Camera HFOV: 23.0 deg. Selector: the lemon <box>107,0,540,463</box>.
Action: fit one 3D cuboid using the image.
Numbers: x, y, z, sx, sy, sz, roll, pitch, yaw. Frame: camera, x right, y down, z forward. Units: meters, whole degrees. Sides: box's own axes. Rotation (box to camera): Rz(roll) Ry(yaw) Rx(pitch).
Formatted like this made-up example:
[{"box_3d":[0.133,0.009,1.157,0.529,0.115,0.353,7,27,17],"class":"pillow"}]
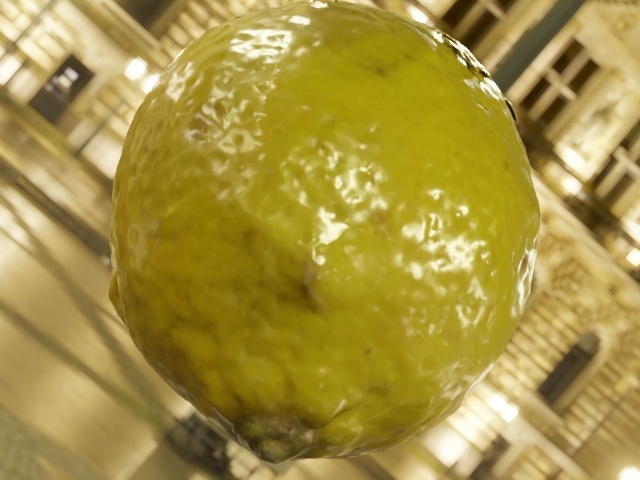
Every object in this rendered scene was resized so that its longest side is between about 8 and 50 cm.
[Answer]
[{"box_3d":[0.000,0.000,1.235,0.349,0.387,0.350,6,-31,3],"class":"lemon"}]
